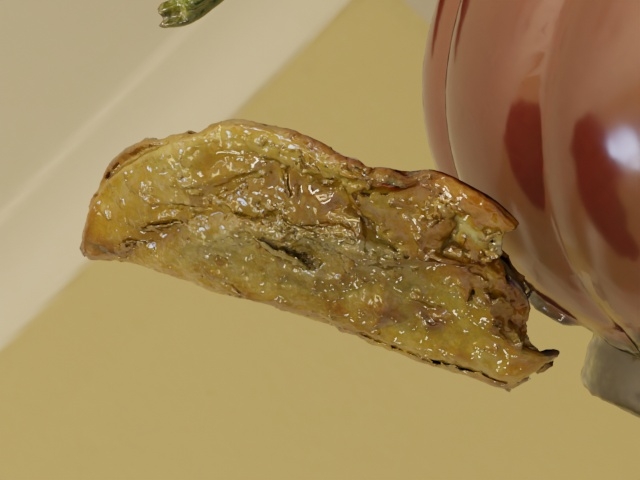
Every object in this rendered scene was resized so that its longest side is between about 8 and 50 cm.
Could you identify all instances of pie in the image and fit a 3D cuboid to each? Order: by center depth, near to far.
[{"bbox_3d":[0.000,0.000,0.608,0.092,0.170,0.034,99,-167,-47],"label":"pie"}]

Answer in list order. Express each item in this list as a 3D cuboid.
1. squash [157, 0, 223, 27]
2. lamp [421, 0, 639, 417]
[{"bbox_3d":[0.051,-0.214,0.814,0.341,0.094,0.094,-49,-33,9],"label":"squash"},{"bbox_3d":[0.189,-0.048,0.697,0.303,0.303,0.257,13,-84,-53],"label":"lamp"}]
